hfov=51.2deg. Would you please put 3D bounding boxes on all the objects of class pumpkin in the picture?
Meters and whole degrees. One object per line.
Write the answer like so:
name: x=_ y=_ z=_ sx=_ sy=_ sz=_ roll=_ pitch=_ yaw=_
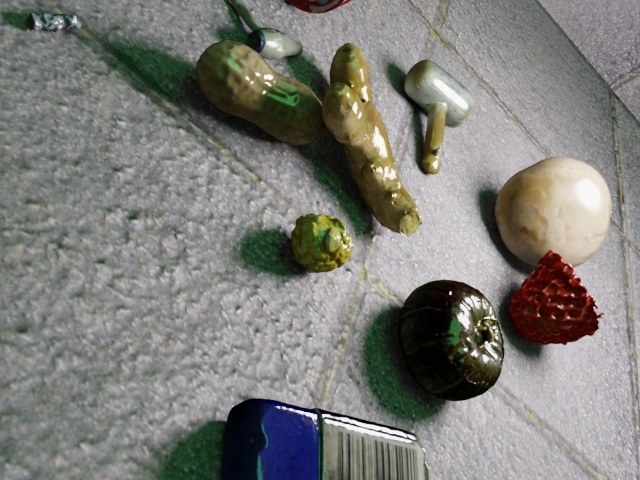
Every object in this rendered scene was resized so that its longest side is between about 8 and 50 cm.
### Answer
pumpkin: x=0.253 y=0.184 z=1.268 sx=0.237 sy=0.159 sz=0.238 roll=30 pitch=45 yaw=-35

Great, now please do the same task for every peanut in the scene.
peanut: x=-0.103 y=-0.262 z=1.227 sx=0.298 sy=0.120 sz=0.136 roll=26 pitch=6 yaw=-37

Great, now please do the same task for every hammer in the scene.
hammer: x=0.287 y=-0.294 z=1.670 sx=0.201 sy=0.113 sz=0.306 roll=29 pitch=56 yaw=-25

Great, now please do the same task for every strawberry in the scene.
strawberry: x=0.526 y=0.148 z=1.568 sx=0.234 sy=0.177 sz=0.234 roll=-25 pitch=90 yaw=-88

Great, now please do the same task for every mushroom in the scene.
mushroom: x=0.589 y=-0.071 z=1.743 sx=0.293 sy=0.292 sz=0.290 roll=55 pitch=4 yaw=-3

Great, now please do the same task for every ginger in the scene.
ginger: x=0.091 y=-0.205 z=1.383 sx=0.363 sy=0.122 sz=0.348 roll=-98 pitch=168 yaw=-63

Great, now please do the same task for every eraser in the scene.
eraser: x=0.017 y=0.338 z=0.978 sx=0.332 sy=0.101 sz=0.155 roll=22 pitch=53 yaw=-33

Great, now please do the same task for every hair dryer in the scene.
hair dryer: x=-0.120 y=-0.448 z=1.402 sx=0.167 sy=0.067 sz=0.199 roll=5 pitch=47 yaw=-54

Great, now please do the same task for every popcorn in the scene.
popcorn: x=0.000 y=0.000 z=1.168 sx=0.120 sy=0.116 sz=0.106 roll=9 pitch=42 yaw=-42

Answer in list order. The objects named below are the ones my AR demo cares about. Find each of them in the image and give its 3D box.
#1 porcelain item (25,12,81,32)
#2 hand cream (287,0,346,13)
porcelain item: x=-0.410 y=-0.337 z=1.034 sx=0.083 sy=0.036 sz=0.028 roll=-18 pitch=110 yaw=-44
hand cream: x=0.011 y=-0.638 z=1.507 sx=0.230 sy=0.230 sz=0.149 roll=51 pitch=43 yaw=-7
